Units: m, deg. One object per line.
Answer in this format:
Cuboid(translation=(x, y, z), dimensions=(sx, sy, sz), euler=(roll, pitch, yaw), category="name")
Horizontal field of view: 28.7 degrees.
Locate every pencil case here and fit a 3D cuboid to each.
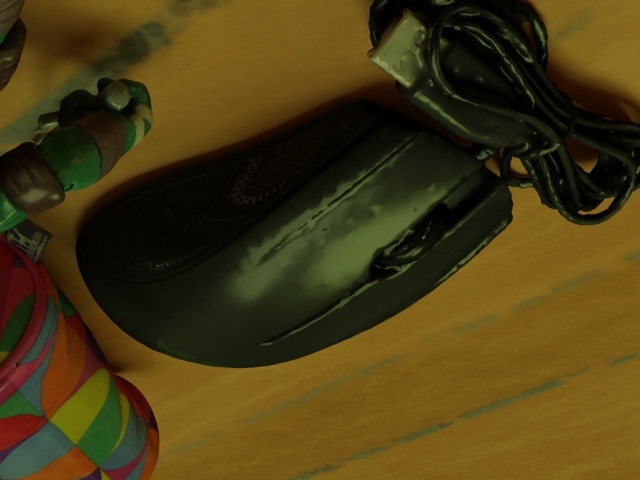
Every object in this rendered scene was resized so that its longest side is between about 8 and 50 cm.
Cuboid(translation=(-0.154, 0.075, 0.649), dimensions=(0.104, 0.104, 0.236), euler=(-6, 151, 4), category="pencil case")

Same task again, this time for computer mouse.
Cuboid(translation=(0.000, 0.000, 0.553), dimensions=(0.272, 0.072, 0.188), euler=(-24, 147, 31), category="computer mouse")

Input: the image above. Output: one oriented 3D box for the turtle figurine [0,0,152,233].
Cuboid(translation=(-0.145, -0.036, 0.430), dimensions=(0.175, 0.118, 0.234), euler=(2, 146, -13), category="turtle figurine")
